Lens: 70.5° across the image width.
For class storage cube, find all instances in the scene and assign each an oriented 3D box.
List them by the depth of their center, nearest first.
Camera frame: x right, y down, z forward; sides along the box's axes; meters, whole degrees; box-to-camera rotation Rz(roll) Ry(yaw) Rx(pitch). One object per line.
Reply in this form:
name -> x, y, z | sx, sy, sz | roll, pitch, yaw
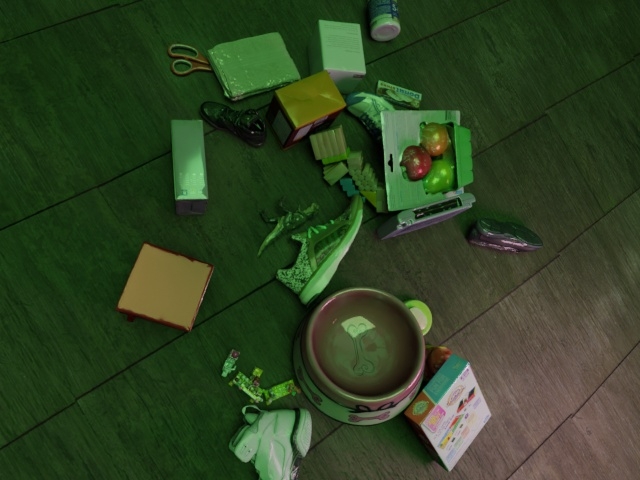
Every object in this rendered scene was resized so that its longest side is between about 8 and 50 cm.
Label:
storage cube -> -0.422, 0.136, 1.241 | 0.193, 0.183, 0.215 | 20, 73, -15

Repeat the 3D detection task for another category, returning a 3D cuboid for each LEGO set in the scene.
LEGO set -> -0.148, 0.418, 1.314 | 0.287, 0.107, 0.132 | 20, 74, -13

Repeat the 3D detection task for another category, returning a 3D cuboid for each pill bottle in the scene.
pill bottle -> 0.231, -0.853, 1.679 | 0.112, 0.112, 0.187 | -3, 81, -18

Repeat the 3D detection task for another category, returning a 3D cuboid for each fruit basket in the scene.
fruit basket -> 0.353, -0.278, 1.554 | 0.353, 0.165, 0.327 | -9, 97, -23

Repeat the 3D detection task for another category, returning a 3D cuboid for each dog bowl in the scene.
dog bowl -> 0.121, 0.314, 1.323 | 0.407, 0.150, 0.408 | 2, 59, -3

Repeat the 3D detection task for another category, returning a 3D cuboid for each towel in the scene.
towel -> -0.219, -0.581, 1.510 | 0.282, 0.049, 0.187 | -25, 88, -26

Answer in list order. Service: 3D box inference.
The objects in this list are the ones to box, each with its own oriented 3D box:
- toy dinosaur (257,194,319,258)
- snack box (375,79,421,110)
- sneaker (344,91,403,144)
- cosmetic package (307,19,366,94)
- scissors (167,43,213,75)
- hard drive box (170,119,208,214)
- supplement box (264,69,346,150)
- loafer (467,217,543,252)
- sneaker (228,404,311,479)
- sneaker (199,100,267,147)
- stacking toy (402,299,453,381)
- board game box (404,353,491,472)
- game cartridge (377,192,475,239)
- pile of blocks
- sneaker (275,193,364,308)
toy dinosaur -> -0.120, -0.068, 1.445 | 0.268, 0.064, 0.118 | -37, 99, -17
snack box -> 0.290, -0.538, 1.685 | 0.178, 0.022, 0.064 | 12, 75, -15
sneaker -> 0.212, -0.411, 1.589 | 0.296, 0.112, 0.131 | 21, 74, -12
cosmetic package -> 0.052, -0.624, 1.556 | 0.151, 0.151, 0.184 | -2, 80, -18
scissors -> -0.348, -0.577, 1.488 | 0.297, 0.021, 0.109 | 2, 79, -17
hard drive box -> -0.385, -0.207, 1.320 | 0.089, 0.181, 0.232 | -4, 82, -19
supplement box -> -0.054, -0.414, 1.458 | 0.191, 0.194, 0.129 | -30, 89, -20
loafer -> 0.683, -0.009, 1.688 | 0.302, 0.095, 0.109 | 13, 46, -20
sneaker -> -0.158, 0.642, 1.257 | 0.210, 0.137, 0.366 | 16, 70, -14
sneaker -> -0.268, -0.387, 1.421 | 0.227, 0.130, 0.087 | 30, 70, -8
stacking toy -> 0.284, 0.334, 1.458 | 0.308, 0.130, 0.280 | -5, 81, -19
board game box -> 0.405, 0.538, 1.405 | 0.242, 0.064, 0.317 | -43, 126, -18
game cartridge -> 0.344, -0.078, 1.520 | 0.297, 0.198, 0.062 | -17, 85, -20
pile of blocks -> 0.106, -0.238, 1.540 | 0.362, 0.149, 0.113 | 49, 26, -13
sneaker -> 0.000, 0.000, 1.428 | 0.182, 0.158, 0.410 | 31, 71, 0
